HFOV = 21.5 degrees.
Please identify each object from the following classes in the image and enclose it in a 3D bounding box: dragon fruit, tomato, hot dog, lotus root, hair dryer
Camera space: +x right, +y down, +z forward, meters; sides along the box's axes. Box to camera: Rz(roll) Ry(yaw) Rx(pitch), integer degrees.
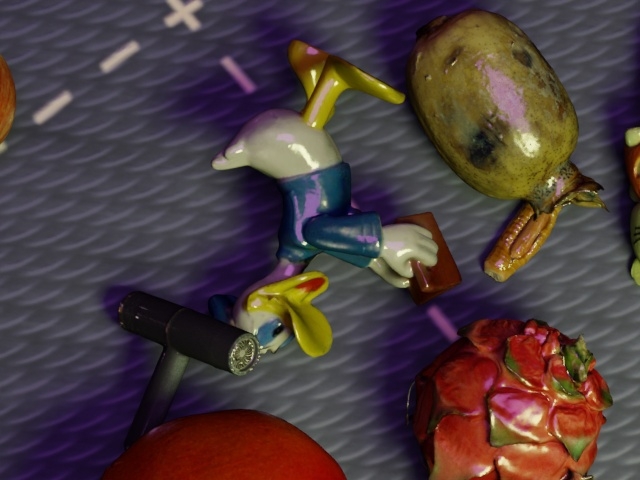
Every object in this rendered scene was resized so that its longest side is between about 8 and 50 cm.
[{"bbox_3d":[0.182,0.192,1.707,0.274,0.192,0.193,-55,48,21],"label":"dragon fruit"},{"bbox_3d":[-0.084,0.315,1.606,0.299,0.226,0.298,-2,97,-18],"label":"tomato"},{"bbox_3d":[0.228,-0.013,1.825,0.044,0.028,0.137,41,76,-7],"label":"hot dog"},{"bbox_3d":[0.195,-0.119,1.778,0.154,0.154,0.278,-36,89,-12],"label":"lotus root"},{"bbox_3d":[-0.150,0.164,1.695,0.050,0.173,0.194,10,94,-46],"label":"hair dryer"}]

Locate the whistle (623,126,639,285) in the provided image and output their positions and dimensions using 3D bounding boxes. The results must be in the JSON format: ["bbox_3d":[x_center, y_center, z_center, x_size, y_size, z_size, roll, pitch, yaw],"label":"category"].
[{"bbox_3d":[0.385,-0.075,1.808,0.106,0.131,0.288,4,81,-44],"label":"whistle"}]

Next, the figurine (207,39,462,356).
[{"bbox_3d":[0.000,0.000,1.748,0.283,0.204,0.338,35,90,-8],"label":"figurine"}]

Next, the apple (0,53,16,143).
[{"bbox_3d":[-0.380,-0.146,1.707,0.146,0.146,0.131,0,71,-8],"label":"apple"}]
